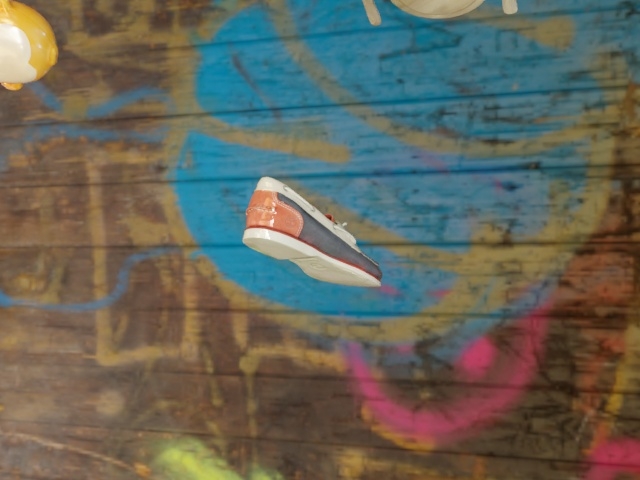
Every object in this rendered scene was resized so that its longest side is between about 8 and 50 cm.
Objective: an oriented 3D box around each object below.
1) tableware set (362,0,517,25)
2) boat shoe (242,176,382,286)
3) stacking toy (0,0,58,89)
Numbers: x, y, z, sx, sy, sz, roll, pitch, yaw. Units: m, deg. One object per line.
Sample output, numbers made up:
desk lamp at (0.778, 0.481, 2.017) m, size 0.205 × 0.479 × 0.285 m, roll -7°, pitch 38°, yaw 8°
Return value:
tableware set at (0.082, -0.242, 0.646) m, size 0.194 × 0.128 × 0.039 m, roll 55°, pitch 38°, yaw -61°
boat shoe at (0.000, 0.000, 0.582) m, size 0.137 × 0.049 × 0.043 m, roll 27°, pitch 64°, yaw -46°
stacking toy at (-0.306, -0.147, 0.531) m, size 0.166 × 0.301 × 0.175 m, roll -68°, pitch 170°, yaw -46°
